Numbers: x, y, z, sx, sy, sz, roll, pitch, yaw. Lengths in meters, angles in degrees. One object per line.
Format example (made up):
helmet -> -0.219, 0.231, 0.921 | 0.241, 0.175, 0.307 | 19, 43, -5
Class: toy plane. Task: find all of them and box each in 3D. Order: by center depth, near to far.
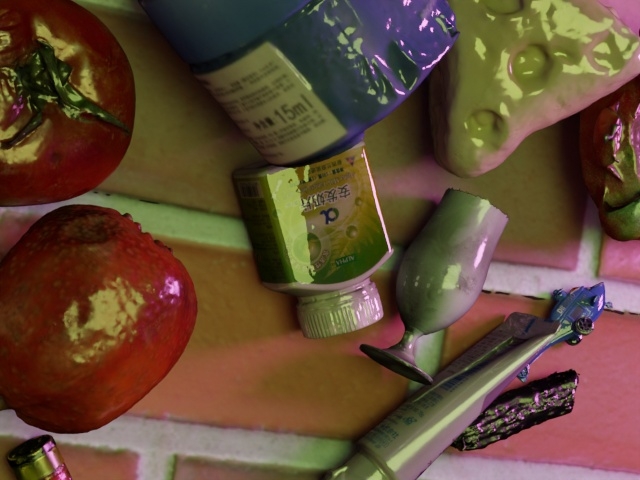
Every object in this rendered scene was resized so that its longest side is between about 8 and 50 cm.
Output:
toy plane -> 0.263, 0.101, 2.078 | 0.062, 0.054, 0.167 | 44, 70, 6

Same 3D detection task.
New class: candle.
candle -> -0.259, 0.258, 1.822 | 0.052, 0.052, 0.131 | -30, 104, -22

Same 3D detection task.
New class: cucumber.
cucumber -> 0.213, 0.190, 2.050 | 0.181, 0.053, 0.053 | -19, 99, -26

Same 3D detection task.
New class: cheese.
cheese -> 0.180, -0.209, 1.957 | 0.251, 0.173, 0.248 | -39, 90, 8

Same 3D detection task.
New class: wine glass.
wine glass -> 0.125, 0.046, 1.982 | 0.093, 0.093, 0.202 | 33, 79, -23

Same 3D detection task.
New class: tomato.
tomato -> -0.277, -0.139, 1.781 | 0.228, 0.101, 0.228 | 1, 87, -26

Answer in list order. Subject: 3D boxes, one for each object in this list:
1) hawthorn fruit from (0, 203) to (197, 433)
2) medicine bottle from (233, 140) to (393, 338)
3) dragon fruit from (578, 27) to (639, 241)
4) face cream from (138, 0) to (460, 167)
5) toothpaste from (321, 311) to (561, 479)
hawthorn fruit -> -0.239, 0.091, 1.754 | 0.205, 0.205, 0.253 | 42, 82, -20
medicine bottle -> 0.000, 0.000, 1.922 | 0.132, 0.088, 0.188 | -19, 99, -25
dragon fruit -> 0.404, -0.119, 2.093 | 0.295, 0.130, 0.268 | -36, 106, -21
face cream -> -0.019, -0.227, 1.823 | 0.249, 0.249, 0.225 | -46, 113, -18
toothpaste -> 0.130, 0.181, 1.987 | 0.299, 0.114, 0.073 | -41, 106, -14
